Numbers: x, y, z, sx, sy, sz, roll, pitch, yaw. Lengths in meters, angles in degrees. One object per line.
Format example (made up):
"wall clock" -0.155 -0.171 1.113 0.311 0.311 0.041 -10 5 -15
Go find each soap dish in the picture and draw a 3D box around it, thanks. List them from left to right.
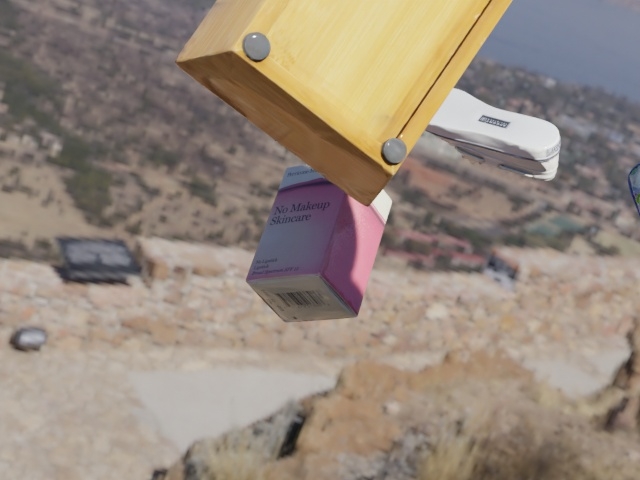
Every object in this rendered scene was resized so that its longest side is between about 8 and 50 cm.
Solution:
"soap dish" 0.045 -0.210 1.157 0.229 0.291 0.118 37 -8 -18

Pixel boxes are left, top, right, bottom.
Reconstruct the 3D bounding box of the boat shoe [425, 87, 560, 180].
"boat shoe" 0.245 -0.160 1.954 0.267 0.088 0.096 18 48 27

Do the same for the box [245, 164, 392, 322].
"box" 0.000 0.000 2.036 0.148 0.232 0.127 -7 -39 34

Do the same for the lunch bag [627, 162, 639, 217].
"lunch bag" 0.591 -0.071 1.954 0.090 0.219 0.176 -7 72 -41
